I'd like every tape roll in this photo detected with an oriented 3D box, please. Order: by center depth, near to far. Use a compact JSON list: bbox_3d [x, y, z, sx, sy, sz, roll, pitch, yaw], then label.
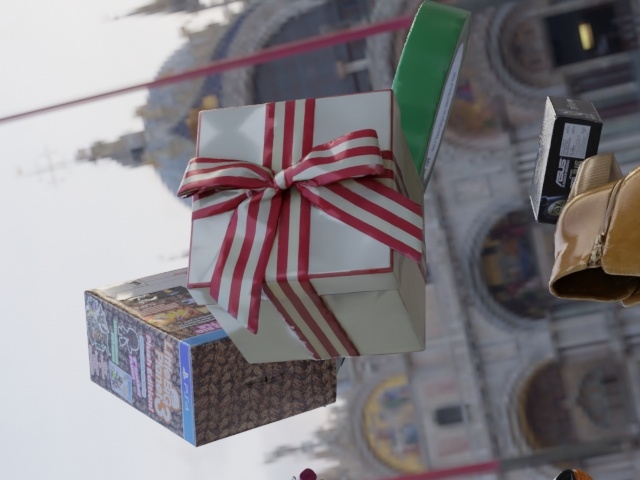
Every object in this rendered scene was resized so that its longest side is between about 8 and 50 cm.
[{"bbox_3d":[0.159,-0.212,2.190,0.321,0.077,0.321,16,-90,-82],"label":"tape roll"}]

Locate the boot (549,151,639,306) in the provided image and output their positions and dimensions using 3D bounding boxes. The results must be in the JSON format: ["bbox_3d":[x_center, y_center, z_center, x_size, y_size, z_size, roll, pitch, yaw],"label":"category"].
[{"bbox_3d":[0.398,-0.030,1.543,0.104,0.295,0.211,50,-141,-33],"label":"boot"}]

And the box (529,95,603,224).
[{"bbox_3d":[0.395,-0.128,2.258,0.147,0.077,0.180,-77,-5,-71],"label":"box"}]

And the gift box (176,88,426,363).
[{"bbox_3d":[0.000,0.000,1.543,0.258,0.255,0.276,63,-160,-58],"label":"gift box"}]

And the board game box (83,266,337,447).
[{"bbox_3d":[-0.155,0.145,1.931,0.232,0.291,0.141,-13,-69,-34],"label":"board game box"}]

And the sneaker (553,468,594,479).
[{"bbox_3d":[0.379,0.511,2.331,0.262,0.099,0.121,-47,-22,-30],"label":"sneaker"}]

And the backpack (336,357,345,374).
[{"bbox_3d":[-0.023,0.148,2.118,0.115,0.152,0.182,-56,-8,-53],"label":"backpack"}]

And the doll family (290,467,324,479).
[{"bbox_3d":[-0.001,0.496,2.212,0.263,0.163,0.118,38,-144,2],"label":"doll family"}]
